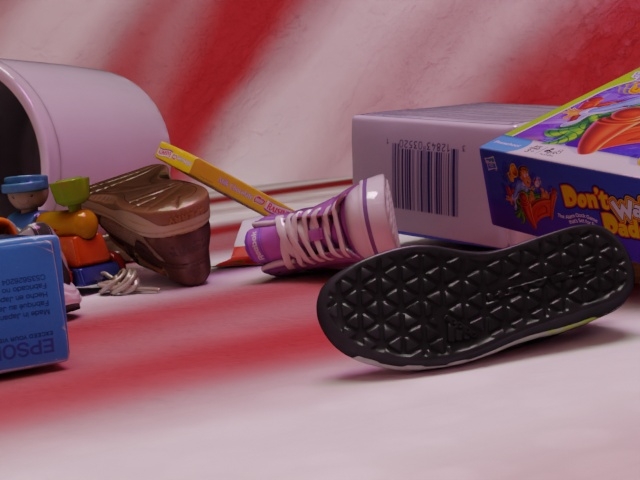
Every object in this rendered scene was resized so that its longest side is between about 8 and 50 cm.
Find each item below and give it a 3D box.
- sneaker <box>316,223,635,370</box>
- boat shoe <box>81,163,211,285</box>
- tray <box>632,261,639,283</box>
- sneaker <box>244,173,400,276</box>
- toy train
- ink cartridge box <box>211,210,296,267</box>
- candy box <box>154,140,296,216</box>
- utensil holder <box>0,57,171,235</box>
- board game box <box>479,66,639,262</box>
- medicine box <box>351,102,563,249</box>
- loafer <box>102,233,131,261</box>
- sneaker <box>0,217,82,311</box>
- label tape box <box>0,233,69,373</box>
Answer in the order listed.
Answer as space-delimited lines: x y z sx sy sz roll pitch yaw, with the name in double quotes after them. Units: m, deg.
0.108 0.050 0.840 0.235 0.084 0.097 -7 -18 -15 "sneaker"
-0.211 -0.014 1.495 0.123 0.123 0.342 -22 18 -23 "boat shoe"
0.374 -0.026 1.220 0.203 0.076 0.411 -4 7 22 "tray"
0.000 0.001 1.284 0.161 0.102 0.282 -10 -5 -4 "sneaker"
-0.279 -0.011 1.408 0.248 0.143 0.105 -2 7 38 "toy train"
-0.027 -0.008 1.590 0.181 0.056 0.225 -5 4 17 "ink cartridge box"
-0.101 -0.061 1.501 0.206 0.027 0.105 28 -3 -34 "candy box"
-0.455 -0.128 1.905 0.328 0.327 0.385 -4 4 23 "utensil holder"
0.334 -0.058 0.970 0.233 0.078 0.347 -27 26 -30 "board game box"
0.231 -0.091 1.520 0.289 0.149 0.263 -10 13 -41 "medicine box"
-0.288 0.010 1.711 0.148 0.050 0.056 -22 4 -6 "loafer"
-0.355 0.030 1.273 0.272 0.108 0.100 -3 8 39 "sneaker"
-0.374 0.056 1.024 0.241 0.105 0.334 -8 5 -26 "label tape box"
